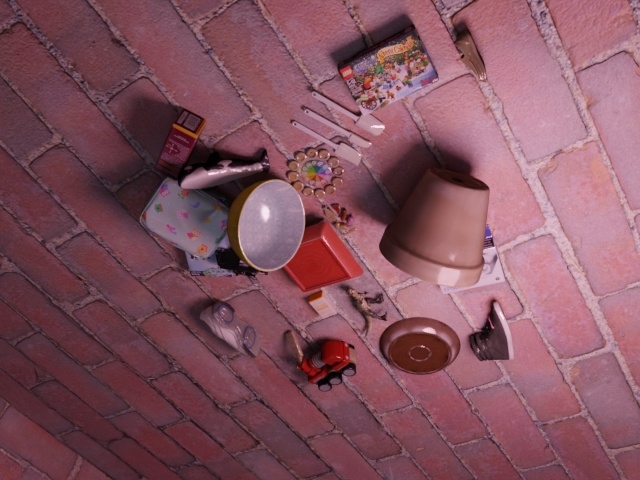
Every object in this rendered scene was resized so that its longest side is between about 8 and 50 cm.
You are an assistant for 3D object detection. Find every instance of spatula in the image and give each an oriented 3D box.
[{"bbox_3d":[0.050,-0.339,1.787,0.242,0.019,0.168,28,132,-12],"label":"spatula"}]

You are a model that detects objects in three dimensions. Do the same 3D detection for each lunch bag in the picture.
[{"bbox_3d":[-0.424,-0.088,1.969,0.279,0.108,0.224,32,102,-19],"label":"lunch bag"}]

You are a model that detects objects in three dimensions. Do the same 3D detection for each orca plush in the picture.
[{"bbox_3d":[-0.305,-0.241,1.860,0.287,0.102,0.151,-18,164,-3],"label":"orca plush"}]

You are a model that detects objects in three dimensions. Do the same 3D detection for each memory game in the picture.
[{"bbox_3d":[-0.015,-0.209,1.899,0.186,0.012,0.186,4,128,5],"label":"memory game"}]

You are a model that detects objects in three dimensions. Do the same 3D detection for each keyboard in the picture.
[{"bbox_3d":[-0.274,0.081,2.129,0.192,0.038,0.100,11,109,-20],"label":"keyboard"}]

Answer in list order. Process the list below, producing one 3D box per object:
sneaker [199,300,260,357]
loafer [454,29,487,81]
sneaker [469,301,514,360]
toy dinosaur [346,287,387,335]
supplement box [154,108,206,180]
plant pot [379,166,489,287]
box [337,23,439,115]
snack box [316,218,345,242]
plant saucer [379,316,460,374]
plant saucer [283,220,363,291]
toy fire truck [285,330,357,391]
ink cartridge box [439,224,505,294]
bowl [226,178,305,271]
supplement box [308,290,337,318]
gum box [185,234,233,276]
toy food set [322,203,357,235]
[{"bbox_3d":[-0.347,0.350,2.346,0.129,0.111,0.297,-16,121,39],"label":"sneaker"},{"bbox_3d":[0.399,-0.484,1.598,0.050,0.056,0.148,-21,112,23],"label":"loafer"},{"bbox_3d":[0.609,0.343,2.178,0.146,0.105,0.296,-13,129,12],"label":"sneaker"},{"bbox_3d":[0.181,0.251,2.203,0.118,0.064,0.268,-8,129,22],"label":"toy dinosaur"},{"bbox_3d":[-0.428,-0.291,1.837,0.080,0.104,0.188,27,127,-11],"label":"supplement box"},{"bbox_3d":[0.367,-0.059,1.805,0.323,0.323,0.281,14,111,-3],"label":"plant pot"},{"bbox_3d":[0.185,-0.461,1.650,0.233,0.044,0.159,-22,122,23],"label":"box"},{"bbox_3d":[0.000,0.000,2.043,0.100,0.037,0.141,38,125,-19],"label":"snack box"},{"bbox_3d":[0.380,0.419,2.311,0.310,0.050,0.311,5,128,6],"label":"plant saucer"},{"bbox_3d":[-0.024,0.073,2.054,0.258,0.048,0.259,-19,125,28],"label":"plant saucer"},{"bbox_3d":[-0.009,0.444,2.342,0.246,0.159,0.217,31,127,-28],"label":"toy fire truck"},{"bbox_3d":[0.486,0.070,2.021,0.223,0.045,0.224,-15,124,20],"label":"ink cartridge box"},{"bbox_3d":[-0.200,-0.055,1.917,0.156,0.289,0.290,10,136,41],"label":"bowl"},{"bbox_3d":[0.010,0.238,2.229,0.062,0.036,0.098,-25,120,25],"label":"supplement box"},{"bbox_3d":[-0.398,0.047,2.137,0.156,0.041,0.185,0,127,7],"label":"gum box"},{"bbox_3d":[0.069,-0.076,1.988,0.077,0.019,0.122,-24,113,24],"label":"toy food set"}]
